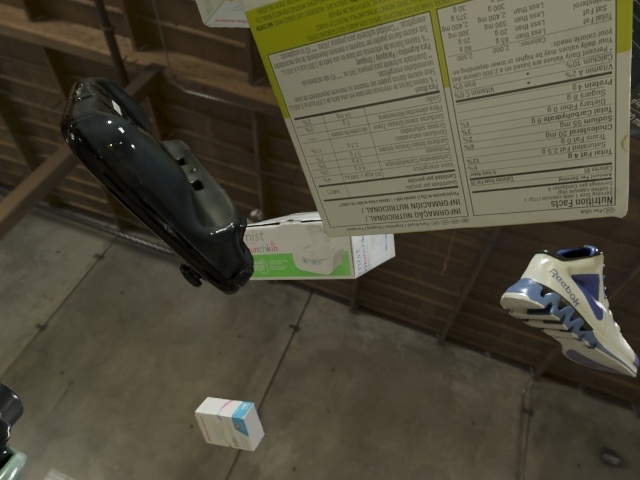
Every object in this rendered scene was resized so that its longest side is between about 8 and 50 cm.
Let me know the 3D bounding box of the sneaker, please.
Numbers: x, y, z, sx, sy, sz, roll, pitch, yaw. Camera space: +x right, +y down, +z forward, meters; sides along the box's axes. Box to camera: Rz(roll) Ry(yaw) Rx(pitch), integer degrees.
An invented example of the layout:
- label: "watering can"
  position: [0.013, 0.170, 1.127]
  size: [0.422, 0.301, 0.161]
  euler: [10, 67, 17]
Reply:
- label: "sneaker"
  position: [0.498, 0.114, 0.910]
  size: [0.315, 0.182, 0.127]
  euler: [35, -15, -18]

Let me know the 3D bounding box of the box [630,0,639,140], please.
- label: "box"
  position: [0.643, -0.353, 0.768]
  size: [0.293, 0.212, 0.395]
  euler: [13, -43, -26]

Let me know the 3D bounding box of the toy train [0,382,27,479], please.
- label: "toy train"
  position: [-0.334, 0.244, 0.306]
  size: [0.142, 0.334, 0.190]
  euler: [39, -60, -14]

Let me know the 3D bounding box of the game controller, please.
- label: "game controller"
  position: [-0.154, -0.067, 0.436]
  size: [0.166, 0.067, 0.319]
  euler: [40, 1, -33]

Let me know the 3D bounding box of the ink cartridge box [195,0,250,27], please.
- label: "ink cartridge box"
  position: [-0.133, -0.469, 0.879]
  size: [0.175, 0.127, 0.072]
  euler: [-18, -87, 48]

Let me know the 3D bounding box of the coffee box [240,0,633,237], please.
- label: "coffee box"
  position: [0.160, -0.236, 0.588]
  size: [0.338, 0.338, 0.334]
  euler: [-4, -56, 27]

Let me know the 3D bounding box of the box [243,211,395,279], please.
- label: "box"
  position: [0.000, 0.000, 1.060]
  size: [0.261, 0.231, 0.127]
  euler: [-3, -81, 28]

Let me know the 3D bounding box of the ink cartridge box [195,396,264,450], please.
- label: "ink cartridge box"
  position: [-0.191, 0.384, 1.015]
  size: [0.122, 0.052, 0.089]
  euler: [-3, -67, 24]
